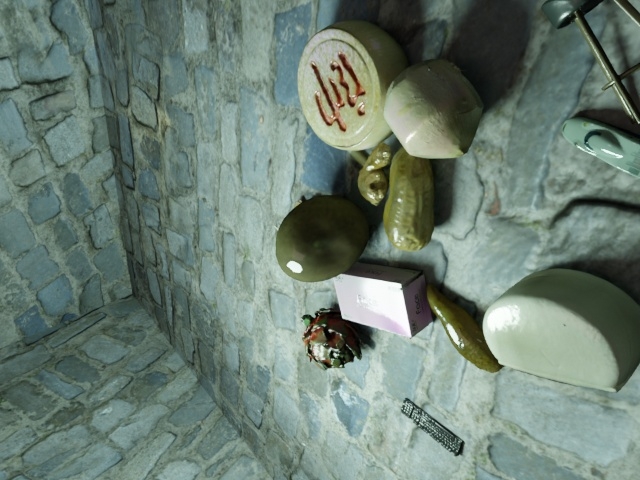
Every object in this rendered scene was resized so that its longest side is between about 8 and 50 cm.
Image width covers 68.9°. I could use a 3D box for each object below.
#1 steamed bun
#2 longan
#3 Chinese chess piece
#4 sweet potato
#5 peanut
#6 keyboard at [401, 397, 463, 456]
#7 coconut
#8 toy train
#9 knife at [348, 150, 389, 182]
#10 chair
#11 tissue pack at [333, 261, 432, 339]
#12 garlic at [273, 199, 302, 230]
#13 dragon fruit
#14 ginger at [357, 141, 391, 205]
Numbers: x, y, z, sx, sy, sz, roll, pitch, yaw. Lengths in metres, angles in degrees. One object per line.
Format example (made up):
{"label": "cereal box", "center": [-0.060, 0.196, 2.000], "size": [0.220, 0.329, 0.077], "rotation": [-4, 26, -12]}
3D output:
{"label": "steamed bun", "center": [0.419, 0.143, 0.818], "size": [0.242, 0.146, 0.164], "rotation": [1, 114, 53]}
{"label": "longan", "center": [0.000, 0.000, 1.182], "size": [0.215, 0.246, 0.246], "rotation": [32, 137, 8]}
{"label": "Chinese chess piece", "center": [0.069, -0.332, 1.015], "size": [0.270, 0.112, 0.269], "rotation": [28, 130, 38]}
{"label": "sweet potato", "center": [0.312, 0.198, 1.047], "size": [0.243, 0.077, 0.077], "rotation": [49, 141, 20]}
{"label": "peanut", "center": [0.190, -0.091, 1.007], "size": [0.111, 0.120, 0.236], "rotation": [1, 109, 15]}
{"label": "keyboard", "center": [0.303, 0.513, 1.289], "size": [0.196, 0.018, 0.060], "rotation": [30, 129, 38]}
{"label": "coconut", "center": [0.213, -0.232, 0.852], "size": [0.182, 0.171, 0.170], "rotation": [54, 143, 19]}
{"label": "toy train", "center": [0.464, -0.127, 0.688], "size": [0.234, 0.051, 0.052], "rotation": [36, 131, 33]}
{"label": "knife", "center": [0.070, -0.242, 1.144], "size": [0.298, 0.017, 0.047], "rotation": [48, 135, 22]}
{"label": "chair", "center": [0.412, -0.270, 0.644], "size": [0.095, 0.104, 0.221], "rotation": [-37, 84, 27]}
{"label": "tissue pack", "center": [0.154, 0.146, 1.199], "size": [0.247, 0.093, 0.148], "rotation": [5, 115, 50]}
{"label": "garlic", "center": [-0.053, -0.043, 1.352], "size": [0.124, 0.099, 0.174], "rotation": [41, 139, 8]}
{"label": "dragon fruit", "center": [0.030, 0.295, 1.379], "size": [0.188, 0.183, 0.182], "rotation": [-92, 10, -50]}
{"label": "ginger", "center": [0.123, -0.139, 1.038], "size": [0.165, 0.067, 0.096], "rotation": [103, 162, -62]}
